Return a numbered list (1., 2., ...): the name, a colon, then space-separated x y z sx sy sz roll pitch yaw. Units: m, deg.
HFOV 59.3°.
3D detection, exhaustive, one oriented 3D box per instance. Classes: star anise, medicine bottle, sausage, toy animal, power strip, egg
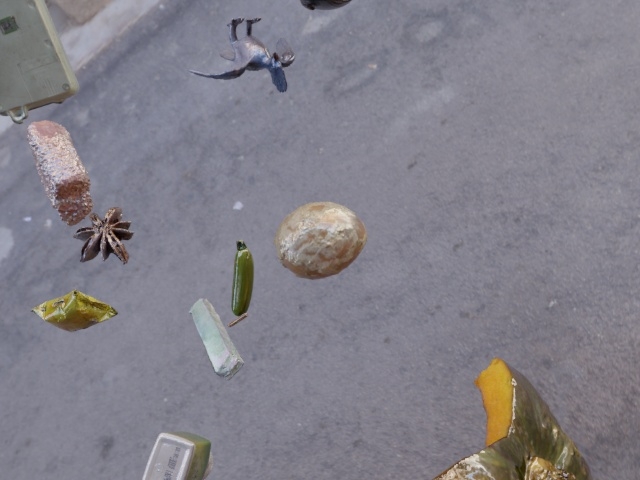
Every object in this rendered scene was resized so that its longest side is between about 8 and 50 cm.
1. star anise: -0.721 -0.011 1.885 0.236 0.093 0.229 35 65 17
2. medicine bottle: -0.292 0.472 1.178 0.088 0.188 0.132 13 75 9
3. sausage: -0.261 0.252 1.776 0.100 0.015 0.015 -34 52 31
4. toy animal: -0.154 -0.390 1.216 0.239 0.177 0.255 -20 13 -25
5. power strip: -0.436 -0.302 0.774 0.117 0.271 0.046 -20 15 -7
6. egg: 0.000 0.000 1.473 0.245 0.203 0.204 -13 58 0

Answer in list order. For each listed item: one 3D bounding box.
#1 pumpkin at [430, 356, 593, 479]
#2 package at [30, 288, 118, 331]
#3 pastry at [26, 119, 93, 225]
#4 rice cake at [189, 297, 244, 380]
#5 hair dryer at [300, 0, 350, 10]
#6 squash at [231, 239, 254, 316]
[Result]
1. pumpkin: 0.236 0.295 0.634 0.095 0.290 0.258 -37 89 35
2. package: -0.762 0.222 1.740 0.226 0.168 0.090 -19 50 27
3. pastry: -0.614 -0.174 1.325 0.102 0.112 0.265 -23 80 -21
4. rice cake: -0.182 0.161 0.963 0.043 0.034 0.211 -46 34 0
5. hair dryer: -0.109 -0.556 1.047 0.120 0.359 0.304 -60 42 16
6. squash: -0.241 0.121 1.763 0.066 0.066 0.252 19 110 35
